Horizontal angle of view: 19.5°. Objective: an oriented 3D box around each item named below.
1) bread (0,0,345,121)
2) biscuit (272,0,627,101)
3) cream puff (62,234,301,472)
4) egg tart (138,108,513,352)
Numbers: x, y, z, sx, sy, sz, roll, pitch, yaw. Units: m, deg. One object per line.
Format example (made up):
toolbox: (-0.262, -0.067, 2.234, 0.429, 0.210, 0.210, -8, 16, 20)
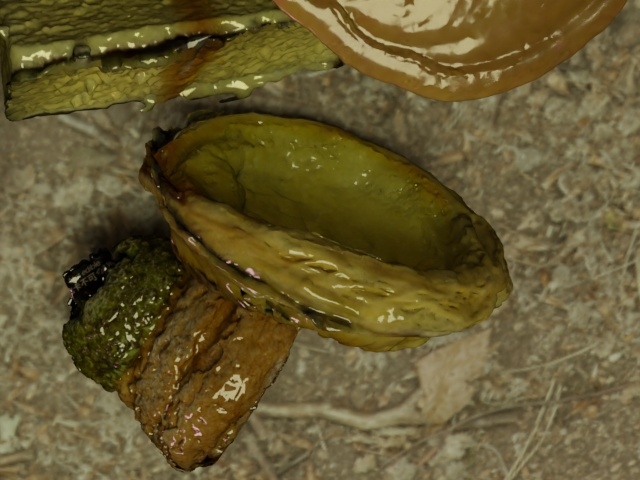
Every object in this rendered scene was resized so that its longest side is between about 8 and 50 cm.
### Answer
bread: (-0.097, -0.154, 1.307, 0.266, 0.142, 0.178, -8, 158, -11)
biscuit: (0.090, -0.296, 1.187, 0.365, 0.062, 0.385, -34, 105, -4)
cream puff: (-0.112, 0.061, 1.386, 0.169, 0.183, 0.183, 33, 106, -3)
egg tart: (0.000, 0.000, 1.319, 0.279, 0.279, 0.095, 13, 115, -18)
